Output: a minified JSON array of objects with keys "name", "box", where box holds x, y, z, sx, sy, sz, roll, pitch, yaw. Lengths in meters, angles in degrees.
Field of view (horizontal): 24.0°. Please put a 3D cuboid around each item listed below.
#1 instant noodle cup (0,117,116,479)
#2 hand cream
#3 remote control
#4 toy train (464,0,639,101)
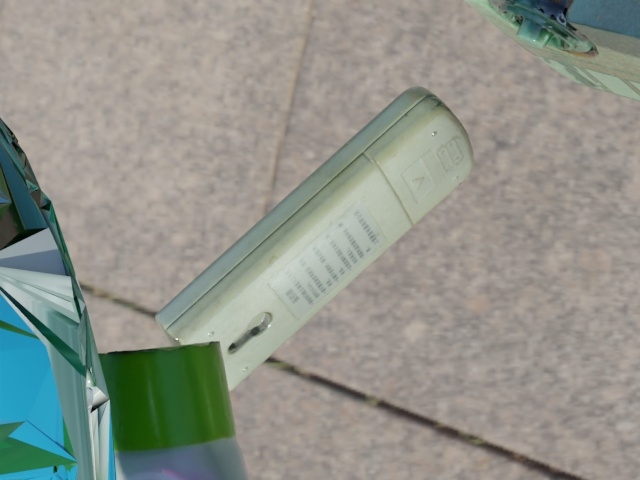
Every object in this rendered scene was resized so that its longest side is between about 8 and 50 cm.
[{"name":"instant noodle cup","box":[-0.169,0.078,0.391,0.240,0.178,0.240,22,115,60]},{"name":"hand cream","box":[-0.050,0.177,0.568,0.079,0.050,0.275,-7,88,43]},{"name":"remote control","box":[0.000,0.000,0.971,0.233,0.098,0.038,-43,57,-4]},{"name":"toy train","box":[0.227,-0.140,0.877,0.326,0.159,0.129,26,88,54]}]
